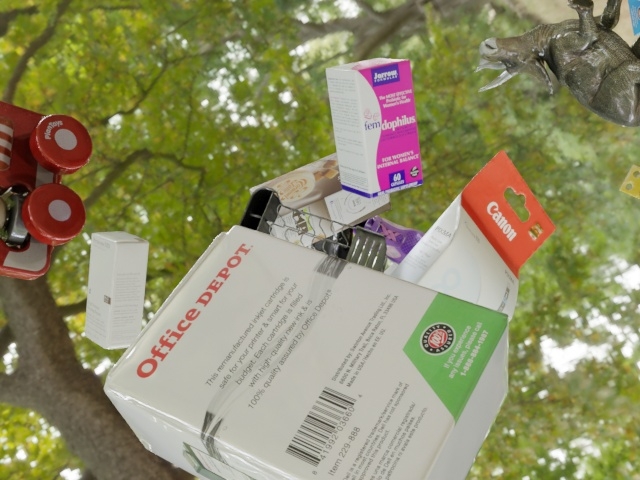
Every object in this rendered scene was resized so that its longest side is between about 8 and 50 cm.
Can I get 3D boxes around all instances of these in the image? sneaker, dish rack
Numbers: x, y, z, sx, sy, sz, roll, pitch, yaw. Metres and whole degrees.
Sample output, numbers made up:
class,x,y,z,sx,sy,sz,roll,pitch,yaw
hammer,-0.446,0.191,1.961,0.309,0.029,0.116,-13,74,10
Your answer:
class,x,y,z,sx,sy,sz,roll,pitch,yaw
sneaker,0.157,-0.009,1.904,0.236,0.095,0.104,20,167,49
dish rack,-0.026,0.039,1.411,0.208,0.271,0.074,-69,-22,-7

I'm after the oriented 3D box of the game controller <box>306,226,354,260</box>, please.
class,x,y,z,sx,sy,sz,roll,pitch,yaw
game controller,0.000,0.000,1.740,0.067,0.166,0.319,47,-140,-43

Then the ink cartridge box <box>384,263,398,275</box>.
class,x,y,z,sx,sy,sz,roll,pitch,yaw
ink cartridge box,0.198,0.153,1.963,0.212,0.154,0.093,-43,-45,-33

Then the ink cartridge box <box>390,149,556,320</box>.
class,x,y,z,sx,sy,sz,roll,pitch,yaw
ink cartridge box,0.363,0.044,1.757,0.308,0.385,0.091,45,175,-37

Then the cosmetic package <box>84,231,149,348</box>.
class,x,y,z,sx,sy,sz,roll,pitch,yaw
cosmetic package,-0.435,0.103,1.703,0.085,0.117,0.231,-3,-78,-41

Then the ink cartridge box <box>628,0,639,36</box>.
class,x,y,z,sx,sy,sz,roll,pitch,yaw
ink cartridge box,0.757,-0.532,1.606,0.232,0.168,0.171,168,94,-73

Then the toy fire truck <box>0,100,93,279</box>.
class,x,y,z,sx,sy,sz,roll,pitch,yaw
toy fire truck,-0.526,-0.094,1.299,0.253,0.169,0.302,15,-116,-36

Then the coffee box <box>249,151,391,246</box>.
class,x,y,z,sx,sy,sz,roll,pitch,yaw
coffee box,0.001,-0.084,1.610,0.141,0.246,0.098,52,162,51

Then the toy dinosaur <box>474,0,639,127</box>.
class,x,y,z,sx,sy,sz,roll,pitch,yaw
toy dinosaur,0.360,-0.214,0.996,0.313,0.160,0.121,33,-127,18

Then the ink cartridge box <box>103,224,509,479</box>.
class,x,y,z,sx,sy,sz,roll,pitch,yaw
ink cartridge box,-0.007,0.129,0.708,0.211,0.289,0.122,-53,-33,-30

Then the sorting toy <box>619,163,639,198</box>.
class,x,y,z,sx,sy,sz,roll,pitch,yaw
sorting toy,0.595,-0.136,1.223,0.132,0.274,0.046,46,-160,-8

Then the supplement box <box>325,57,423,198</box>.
class,x,y,z,sx,sy,sz,roll,pitch,yaw
supplement box,0.094,-0.197,1.389,0.114,0.111,0.220,25,128,61
